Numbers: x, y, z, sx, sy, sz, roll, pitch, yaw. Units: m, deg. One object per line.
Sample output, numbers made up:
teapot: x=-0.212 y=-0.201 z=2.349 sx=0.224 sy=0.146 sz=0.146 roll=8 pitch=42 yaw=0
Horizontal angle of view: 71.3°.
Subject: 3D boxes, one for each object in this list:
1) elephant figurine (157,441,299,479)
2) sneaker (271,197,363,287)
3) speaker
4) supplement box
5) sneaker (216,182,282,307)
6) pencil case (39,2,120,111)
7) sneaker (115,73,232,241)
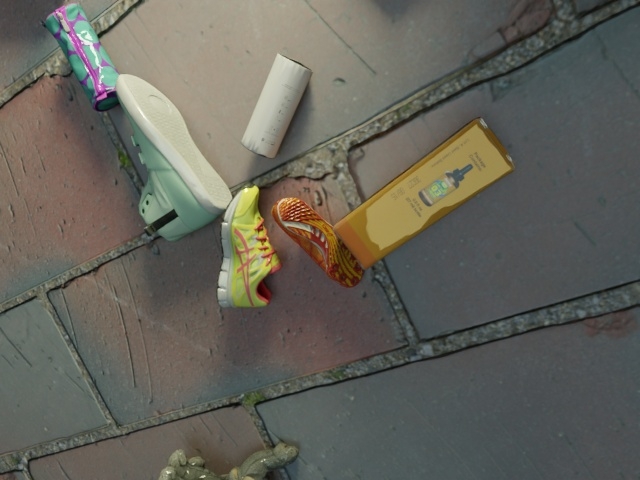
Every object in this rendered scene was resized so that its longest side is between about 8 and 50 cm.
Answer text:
elephant figurine: x=-0.164 y=0.470 z=0.796 sx=0.239 sy=0.170 sz=0.186 roll=4 pitch=135 yaw=0
sneaker: x=0.000 y=0.000 z=0.666 sx=0.064 sy=0.067 sz=0.175 roll=-44 pitch=103 yaw=-10
speaker: x=-0.062 y=-0.189 z=0.630 sx=0.055 sy=0.055 sz=0.136 roll=30 pitch=111 yaw=8
supplement box: x=0.132 y=-0.060 z=0.593 sx=0.233 sy=0.080 sz=0.078 roll=-36 pitch=92 yaw=24
sneaker: x=-0.102 y=0.013 z=0.692 sx=0.094 sy=0.081 sz=0.209 roll=11 pitch=113 yaw=6
pencil case: x=-0.361 y=-0.281 z=0.692 sx=0.064 sy=0.070 sz=0.152 roll=-29 pitch=97 yaw=-2
sneaker: x=-0.265 y=-0.118 z=0.693 sx=0.151 sy=0.094 sz=0.256 roll=-32 pitch=92 yaw=25
